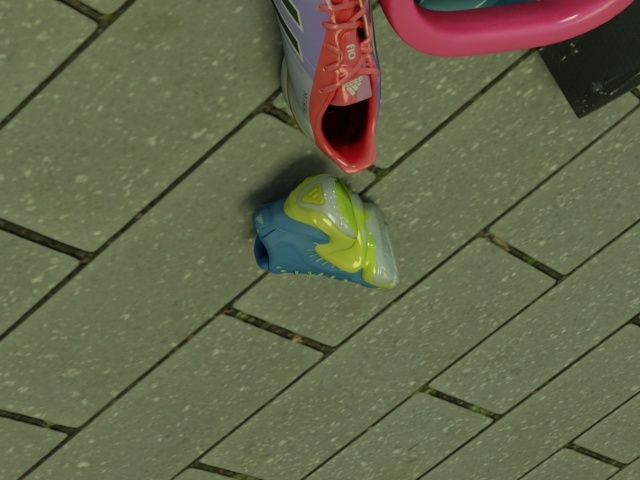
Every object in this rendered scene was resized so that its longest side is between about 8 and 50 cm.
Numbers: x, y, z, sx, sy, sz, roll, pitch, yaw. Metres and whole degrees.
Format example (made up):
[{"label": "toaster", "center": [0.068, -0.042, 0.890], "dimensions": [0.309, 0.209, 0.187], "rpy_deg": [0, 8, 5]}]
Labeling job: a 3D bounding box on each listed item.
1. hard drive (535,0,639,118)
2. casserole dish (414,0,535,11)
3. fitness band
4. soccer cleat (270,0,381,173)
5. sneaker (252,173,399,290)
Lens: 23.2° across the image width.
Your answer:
[{"label": "hard drive", "center": [0.347, -0.244, 1.621], "dimensions": [0.254, 0.054, 0.172], "rpy_deg": [-33, 146, 9]}, {"label": "casserole dish", "center": [0.165, -0.257, 1.494], "dimensions": [0.188, 0.037, 0.114], "rpy_deg": [-36, 146, 15]}, {"label": "fitness band", "center": [0.190, -0.259, 1.429], "dimensions": [0.290, 0.054, 0.209], "rpy_deg": [-9, 142, -22]}, {"label": "soccer cleat", "center": [0.011, -0.191, 1.403], "dimensions": [0.108, 0.116, 0.318], "rpy_deg": [-21, 147, -10]}, {"label": "sneaker", "center": [0.000, 0.000, 1.708], "dimensions": [0.126, 0.091, 0.240], "rpy_deg": [-15, 150, 16]}]
